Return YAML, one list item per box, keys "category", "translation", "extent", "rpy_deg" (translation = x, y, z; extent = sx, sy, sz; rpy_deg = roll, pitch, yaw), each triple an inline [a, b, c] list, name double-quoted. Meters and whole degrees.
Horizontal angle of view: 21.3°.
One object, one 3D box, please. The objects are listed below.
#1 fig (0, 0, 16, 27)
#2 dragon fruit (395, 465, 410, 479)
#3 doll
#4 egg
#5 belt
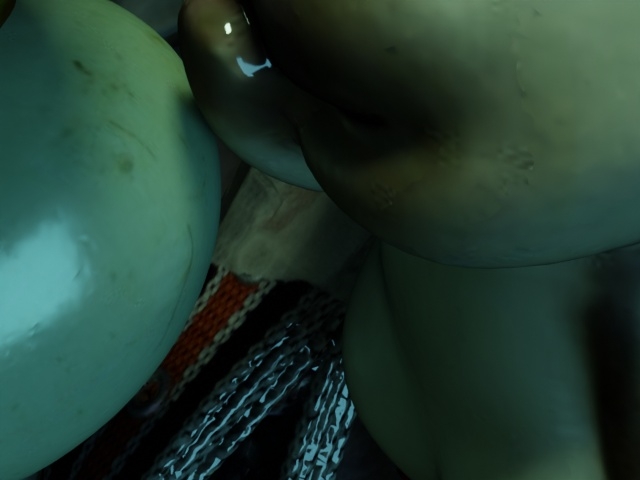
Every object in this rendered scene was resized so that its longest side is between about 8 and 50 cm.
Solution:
- category: "fig"
  translation: [-0.184, -0.146, 0.323]
  extent: [0.326, 0.258, 0.258]
  rpy_deg: [41, 84, -34]
- category: "dragon fruit"
  translation: [0.214, 0.126, 0.803]
  extent: [0.386, 0.371, 0.249]
  rpy_deg: [-70, 168, -55]
- category: "doll"
  translation: [0.086, -0.027, 0.533]
  extent: [0.226, 0.215, 0.370]
  rpy_deg: [-27, 126, 5]
- category: "egg"
  translation: [-0.118, 0.003, 0.544]
  extent: [0.192, 0.149, 0.149]
  rpy_deg: [-43, 137, -6]
- category: "belt"
  translation: [0.000, 0.000, 0.698]
  extent: [0.126, 0.094, 0.359]
  rpy_deg: [30, 91, -44]
